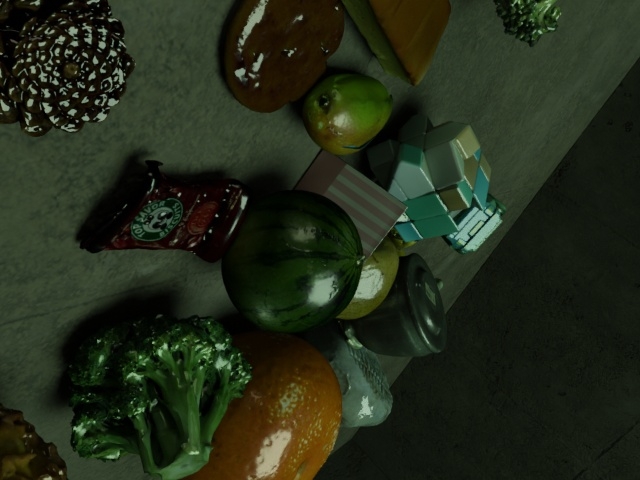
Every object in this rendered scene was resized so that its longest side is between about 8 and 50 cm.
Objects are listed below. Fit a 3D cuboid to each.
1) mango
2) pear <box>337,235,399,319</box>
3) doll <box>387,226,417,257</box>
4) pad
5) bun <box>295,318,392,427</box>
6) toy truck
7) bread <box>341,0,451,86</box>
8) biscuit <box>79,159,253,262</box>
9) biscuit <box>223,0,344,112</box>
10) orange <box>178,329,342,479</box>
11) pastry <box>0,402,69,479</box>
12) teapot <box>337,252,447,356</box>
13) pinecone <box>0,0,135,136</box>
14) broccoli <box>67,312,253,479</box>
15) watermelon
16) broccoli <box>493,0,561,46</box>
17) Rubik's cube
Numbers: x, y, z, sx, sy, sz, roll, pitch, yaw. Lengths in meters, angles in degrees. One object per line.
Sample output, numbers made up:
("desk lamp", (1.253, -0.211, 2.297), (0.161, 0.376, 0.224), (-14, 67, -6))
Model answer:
("mango", (0.048, -0.204, 0.935), (0.125, 0.111, 0.233), (-46, 173, 26))
("pear", (0.050, 0.069, 1.242), (0.228, 0.188, 0.211), (15, 115, -28))
("doll", (0.169, 0.027, 1.527), (0.143, 0.135, 0.221), (4, 139, -22))
("pad", (0.000, 0.000, 1.104), (0.299, 0.202, 0.005), (-53, -165, 14))
("bun", (0.044, 0.344, 1.530), (0.194, 0.354, 0.354), (-33, 159, 9))
("toy truck", (0.314, -0.092, 1.390), (0.156, 0.279, 0.155), (30, 109, -33))
("bread", (0.098, -0.350, 0.796), (0.138, 0.077, 0.361), (-64, 157, 1))
("biscuit", (-0.202, -0.035, 0.814), (0.151, 0.063, 0.235), (-56, 153, 18))
("biscuit", (-0.043, -0.262, 0.766), (0.212, 0.036, 0.212), (-40, 156, -22))
("orange", (-0.153, 0.387, 1.246), (0.424, 0.326, 0.424), (-35, 141, -34))
("pastry", (-0.490, 0.405, 0.731), (0.405, 0.292, 0.337), (-57, 168, -3))
("teapot", (0.172, 0.147, 1.432), (0.239, 0.239, 0.321), (-17, -151, 25))
("pinecone", (-0.232, -0.159, 0.487), (0.140, 0.121, 0.140), (-36, 154, -21))
("broccoli", (-0.261, 0.257, 0.937), (0.308, 0.275, 0.308), (-14, 135, -14))
("watermelon", (-0.046, 0.035, 0.972), (0.242, 0.242, 0.242), (-39, 156, -21))
("broccoli", (0.406, -0.493, 0.909), (0.249, 0.302, 0.375), (20, 122, -25))
("Rubik's cube", (0.211, -0.143, 1.200), (0.213, 0.265, 0.224), (49, 44, -32))
